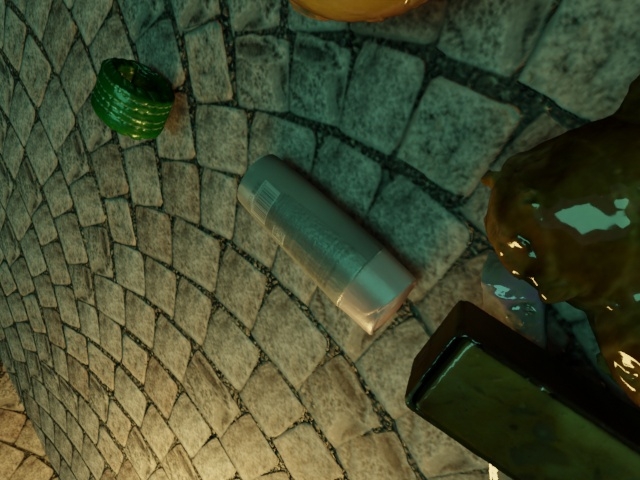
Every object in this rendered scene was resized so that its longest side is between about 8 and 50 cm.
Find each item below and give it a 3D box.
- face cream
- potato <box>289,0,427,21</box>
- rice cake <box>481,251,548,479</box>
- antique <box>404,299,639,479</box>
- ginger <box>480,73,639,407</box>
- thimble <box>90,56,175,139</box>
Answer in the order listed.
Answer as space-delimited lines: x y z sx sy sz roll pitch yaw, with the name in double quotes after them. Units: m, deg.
0.000 0.000 0.624 0.269 0.073 0.107 44 130 20 "face cream"
0.034 -0.310 0.420 0.237 0.300 0.289 129 145 -57 "potato"
0.219 0.208 0.518 0.070 0.064 0.399 -1 103 29 "rice cake"
0.234 0.185 0.427 0.310 0.087 0.093 33 111 7 "antique"
0.317 0.013 0.338 0.274 0.152 0.357 -44 75 17 "ginger"
-0.307 -0.233 0.771 0.130 0.118 0.090 36 120 4 "thimble"
